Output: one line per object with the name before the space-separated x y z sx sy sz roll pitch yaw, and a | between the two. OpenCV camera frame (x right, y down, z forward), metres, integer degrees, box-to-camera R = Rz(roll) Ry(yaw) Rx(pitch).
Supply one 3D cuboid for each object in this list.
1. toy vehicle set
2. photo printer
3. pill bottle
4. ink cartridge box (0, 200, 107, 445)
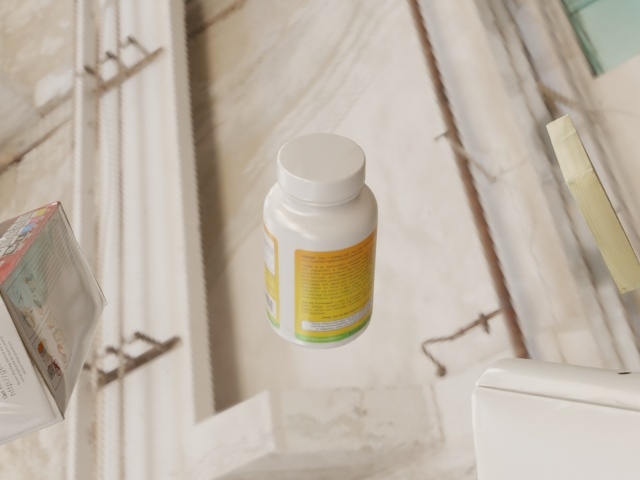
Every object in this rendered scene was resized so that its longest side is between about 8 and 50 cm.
toy vehicle set | 0.359 -0.056 1.368 0.166 0.035 0.267 60 -164 -15
photo printer | 0.273 0.231 0.829 0.107 0.307 0.256 -15 -79 -40
pill bottle | 0.000 0.000 1.247 0.136 0.136 0.246 -88 -1 -51
ink cartridge box | -0.363 0.100 0.963 0.309 0.272 0.130 -111 -1 -75
